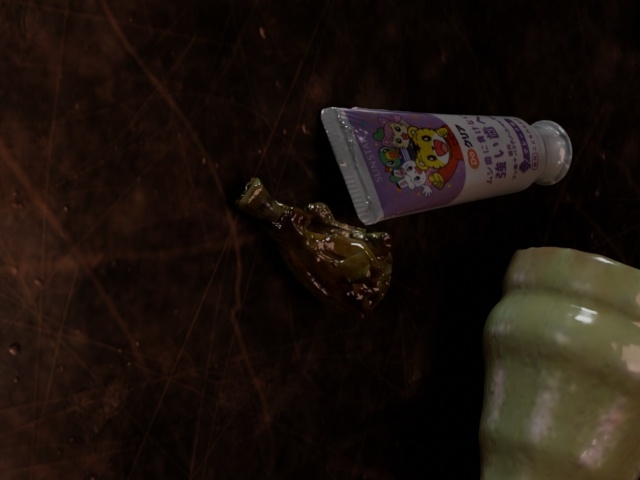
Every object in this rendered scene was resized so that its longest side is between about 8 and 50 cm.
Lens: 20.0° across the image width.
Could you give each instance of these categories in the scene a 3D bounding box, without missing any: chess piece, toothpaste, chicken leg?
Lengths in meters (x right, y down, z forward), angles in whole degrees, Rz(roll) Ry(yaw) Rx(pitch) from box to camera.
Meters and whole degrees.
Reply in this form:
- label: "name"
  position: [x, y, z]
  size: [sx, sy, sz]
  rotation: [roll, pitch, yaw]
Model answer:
- label: "chess piece"
  position: [0.211, 0.247, 1.734]
  size: [0.234, 0.234, 0.442]
  rotation: [35, 72, -45]
- label: "toothpaste"
  position: [0.122, -0.077, 1.698]
  size: [0.299, 0.073, 0.114]
  rotation: [-6, 72, -46]
- label: "chicken leg"
  position: [0.000, 0.000, 1.567]
  size: [0.178, 0.093, 0.070]
  rotation: [37, 32, -29]
